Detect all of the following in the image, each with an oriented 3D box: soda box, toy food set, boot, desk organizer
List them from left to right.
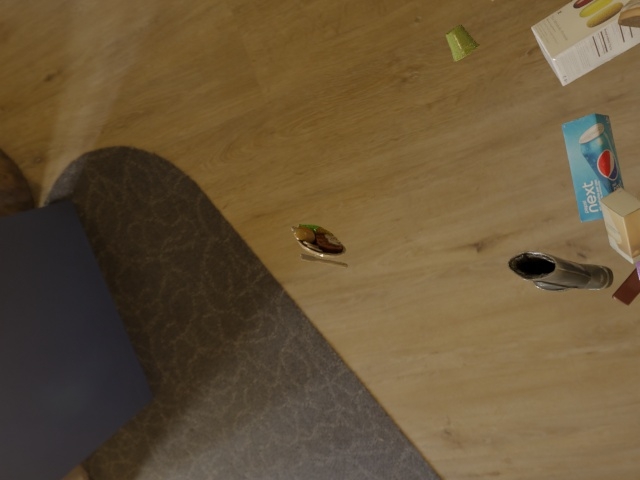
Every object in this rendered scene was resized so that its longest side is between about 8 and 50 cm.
[{"bbox_3d":[0.000,0.000,1.239,0.133,0.192,0.038,11,111,-16],"label":"toy food set"},{"bbox_3d":[0.451,0.065,1.045,0.190,0.209,0.075,-15,75,59],"label":"boot"},{"bbox_3d":[0.562,-0.148,1.066,0.071,0.067,0.209,-15,83,51],"label":"soda box"},{"bbox_3d":[0.913,0.130,1.512,0.050,0.047,0.130,42,98,34],"label":"desk organizer"}]

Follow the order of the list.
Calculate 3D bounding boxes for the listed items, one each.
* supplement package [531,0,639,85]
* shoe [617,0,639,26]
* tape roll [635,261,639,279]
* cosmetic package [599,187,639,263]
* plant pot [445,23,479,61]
[{"bbox_3d":[0.711,-0.551,1.360,0.244,0.134,0.138,-30,54,25],"label":"supplement package"},{"bbox_3d":[0.563,-0.403,0.900,0.077,0.219,0.058,18,115,12],"label":"shoe"},{"bbox_3d":[0.681,0.026,1.031,0.080,0.189,0.188,-13,102,38],"label":"tape roll"},{"bbox_3d":[0.496,-0.023,0.841,0.041,0.060,0.115,-31,124,7],"label":"cosmetic package"},{"bbox_3d":[0.402,-0.575,1.501,0.083,0.083,0.079,-29,108,24],"label":"plant pot"}]
